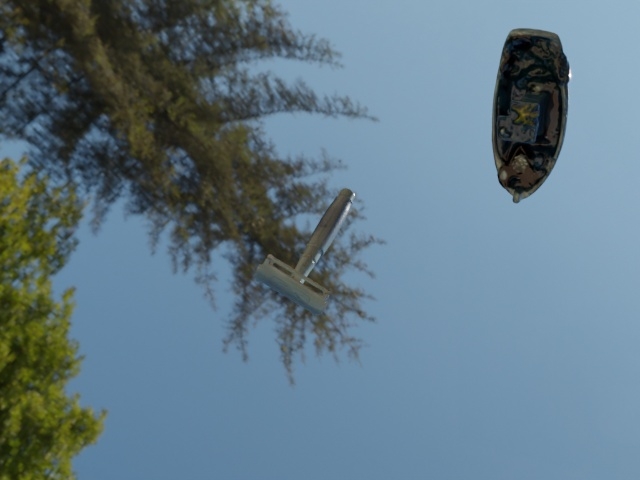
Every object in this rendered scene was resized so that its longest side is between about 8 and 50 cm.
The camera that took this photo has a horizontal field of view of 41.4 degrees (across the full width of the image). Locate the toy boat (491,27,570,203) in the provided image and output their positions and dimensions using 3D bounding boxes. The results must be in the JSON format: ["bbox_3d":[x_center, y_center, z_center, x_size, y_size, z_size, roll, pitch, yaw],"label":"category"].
[{"bbox_3d":[0.162,-0.097,0.662,0.060,0.137,0.061,15,-149,26],"label":"toy boat"}]

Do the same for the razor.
[{"bbox_3d":[0.000,0.000,0.767,0.135,0.068,0.040,-58,180,-40],"label":"razor"}]
